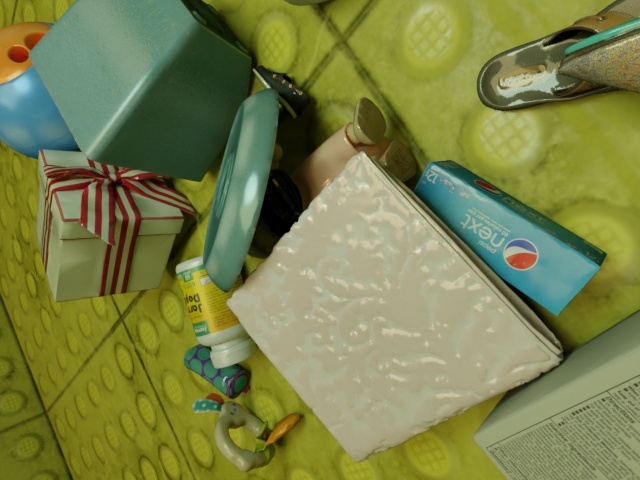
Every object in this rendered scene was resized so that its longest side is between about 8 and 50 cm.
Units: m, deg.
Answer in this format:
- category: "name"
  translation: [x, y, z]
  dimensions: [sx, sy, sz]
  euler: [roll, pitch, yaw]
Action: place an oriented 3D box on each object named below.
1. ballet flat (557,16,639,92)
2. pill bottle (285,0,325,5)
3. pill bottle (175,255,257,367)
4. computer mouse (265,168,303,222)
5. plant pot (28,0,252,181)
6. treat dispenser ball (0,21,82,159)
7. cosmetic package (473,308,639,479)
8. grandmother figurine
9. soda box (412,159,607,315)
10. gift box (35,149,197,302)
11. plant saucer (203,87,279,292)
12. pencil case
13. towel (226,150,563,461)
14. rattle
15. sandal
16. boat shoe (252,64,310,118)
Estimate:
- category: "ballet flat"
  translation: [0.353, -0.149, 0.297]
  dimensions: [0.316, 0.107, 0.106]
  euler: [-14, 99, 27]
- category: "pill bottle"
  translation: [-0.031, -0.446, 0.552]
  dimensions: [0.121, 0.121, 0.221]
  euler: [-15, 93, 40]
- category: "pill bottle"
  translation: [-0.195, 0.131, 0.816]
  dimensions: [0.117, 0.117, 0.208]
  euler: [-19, 88, 40]
- category: "computer mouse"
  translation: [0.000, 0.000, 0.595]
  dimensions: [0.071, 0.041, 0.242]
  euler: [-28, 114, 40]
- category: "plant pot"
  translation: [-0.267, -0.286, 0.713]
  dimensions: [0.252, 0.248, 0.247]
  euler: [-41, 73, 20]
- category: "treat dispenser ball"
  translation: [-0.579, -0.315, 0.914]
  dimensions: [0.288, 0.288, 0.288]
  euler: [10, 106, 37]
- category: "cosmetic package"
  translation: [0.305, 0.166, 0.383]
  dimensions: [0.160, 0.113, 0.309]
  euler: [48, 139, 19]
- category: "grandmother figurine"
  translation: [-0.020, -0.056, 0.652]
  dimensions: [0.342, 0.104, 0.208]
  euler: [-28, 96, 41]
- category: "soda box"
  translation: [0.209, -0.013, 0.495]
  dimensions: [0.210, 0.067, 0.071]
  euler: [40, 122, 25]
- category: "gift box"
  translation: [-0.438, -0.035, 0.893]
  dimensions: [0.276, 0.255, 0.258]
  euler: [47, 127, 28]
- category: "plant saucer"
  translation: [-0.132, -0.081, 0.646]
  dimensions: [0.317, 0.044, 0.317]
  euler: [-167, 90, -71]
- category: "pencil case"
  translation: [-0.224, 0.279, 0.907]
  dimensions: [0.152, 0.064, 0.070]
  euler: [20, 150, 33]
- category: "towel"
  translation: [0.060, 0.106, 0.547]
  dimensions: [0.317, 0.053, 0.332]
  euler: [49, 122, 6]
- category: "rattle"
  translation: [-0.156, 0.340, 0.842]
  dimensions: [0.200, 0.130, 0.142]
  euler: [44, 124, 35]
- category: "sandal"
  translation: [0.260, -0.189, 0.419]
  dimensions: [0.219, 0.060, 0.090]
  euler: [-5, 97, 39]
- category: "boat shoe"
  translation: [-0.064, -0.247, 0.680]
  dimensions: [0.042, 0.049, 0.133]
  euler: [-42, 60, 2]
